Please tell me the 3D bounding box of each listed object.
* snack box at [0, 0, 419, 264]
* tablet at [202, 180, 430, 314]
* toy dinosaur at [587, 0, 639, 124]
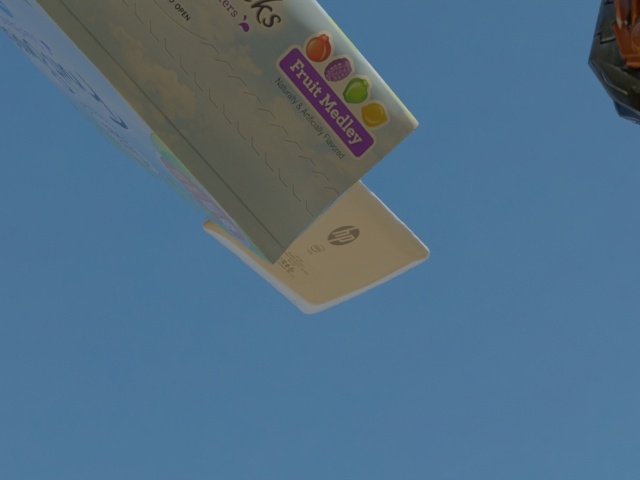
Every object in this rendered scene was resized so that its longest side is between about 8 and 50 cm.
[{"bbox_3d":[-0.078,-0.096,0.638,0.070,0.207,0.174,-43,-64,-4],"label":"snack box"},{"bbox_3d":[0.000,0.000,0.694,0.054,0.006,0.083,-26,-33,15],"label":"tablet"},{"bbox_3d":[0.114,-0.142,0.538,0.218,0.322,0.164,-62,-27,6],"label":"toy dinosaur"}]
